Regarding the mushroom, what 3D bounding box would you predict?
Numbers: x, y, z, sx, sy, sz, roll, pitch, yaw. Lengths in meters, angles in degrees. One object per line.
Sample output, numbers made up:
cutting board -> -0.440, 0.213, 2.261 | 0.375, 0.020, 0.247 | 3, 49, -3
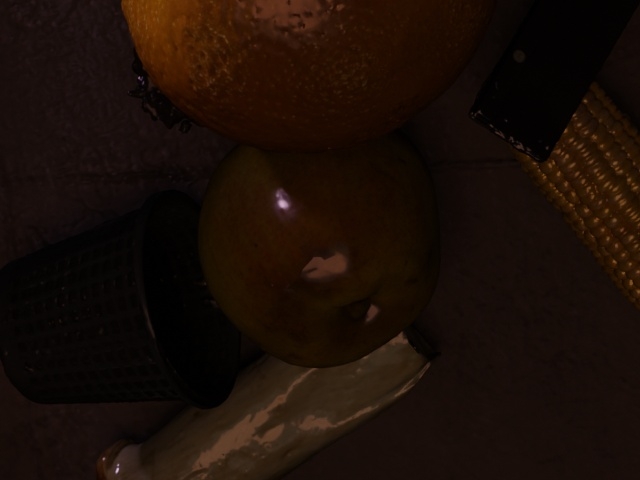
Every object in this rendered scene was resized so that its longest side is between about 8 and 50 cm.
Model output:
mushroom -> -0.050, 0.151, 1.570 | 0.312, 0.081, 0.100 | -32, 112, 15

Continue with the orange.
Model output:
orange -> -0.006, -0.193, 1.327 | 0.274, 0.274, 0.274 | 2, 112, 4

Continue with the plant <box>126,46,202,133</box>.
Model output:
plant -> -0.116, -0.169, 1.454 | 0.087, 0.085, 0.174 | -15, 106, -15

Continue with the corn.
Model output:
corn -> 0.223, -0.043, 1.460 | 0.093, 0.093, 0.244 | -37, 98, 17

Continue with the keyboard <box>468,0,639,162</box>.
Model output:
keyboard -> 0.192, -0.170, 1.399 | 0.072, 0.023, 0.231 | 32, 83, -12

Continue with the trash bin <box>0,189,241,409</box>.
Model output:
trash bin -> -0.168, 0.062, 1.510 | 0.161, 0.175, 0.175 | -14, 110, 22

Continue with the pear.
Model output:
pear -> 0.000, 0.000, 1.444 | 0.200, 0.200, 0.200 | 2, 112, 4
